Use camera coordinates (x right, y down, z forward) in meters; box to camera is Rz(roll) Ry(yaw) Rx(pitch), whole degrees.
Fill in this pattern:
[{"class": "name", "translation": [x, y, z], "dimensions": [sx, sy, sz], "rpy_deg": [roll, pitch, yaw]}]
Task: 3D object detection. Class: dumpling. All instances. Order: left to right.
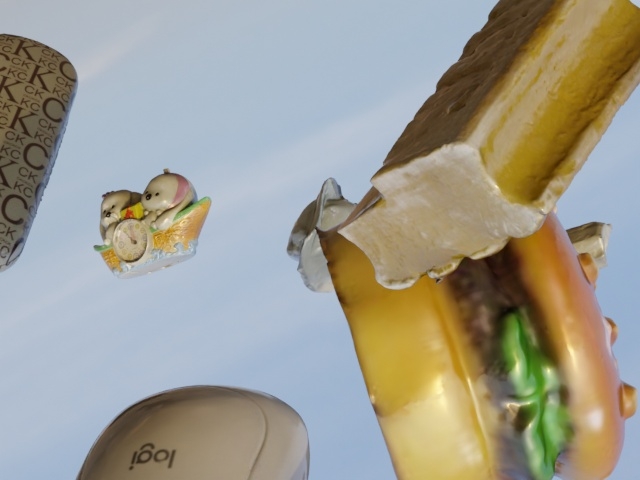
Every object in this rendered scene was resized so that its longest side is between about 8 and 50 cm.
[{"class": "dumpling", "translation": [0.001, -0.001, 2.669], "dimensions": [0.150, 0.092, 0.176], "rpy_deg": [-34, 158, -48]}]

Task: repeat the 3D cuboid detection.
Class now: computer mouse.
[{"class": "computer mouse", "translation": [-0.097, 0.219, 1.237], "dimensions": [0.184, 0.121, 0.297], "rpy_deg": [0, -127, 20]}]

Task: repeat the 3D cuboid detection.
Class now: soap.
[{"class": "soap", "translation": [0.167, -0.104, 1.680], "dimensions": [0.259, 0.143, 0.281], "rpy_deg": [-33, -162, 54]}]

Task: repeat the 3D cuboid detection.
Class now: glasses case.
[{"class": "glasses case", "translation": [-0.366, -0.103, 2.048], "dimensions": [0.085, 0.137, 0.354], "rpy_deg": [116, -12, -45]}]

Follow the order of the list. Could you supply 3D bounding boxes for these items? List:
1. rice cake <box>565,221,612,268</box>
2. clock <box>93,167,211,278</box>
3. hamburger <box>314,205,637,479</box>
[{"class": "rice cake", "translation": [0.233, 0.035, 2.205], "dimensions": [0.256, 0.052, 0.057], "rpy_deg": [-17, -133, 19]}, {"class": "clock", "translation": [-0.264, -0.028, 2.822], "dimensions": [0.231, 0.144, 0.103], "rpy_deg": [-18, 170, 28]}, {"class": "hamburger", "translation": [0.175, 0.104, 1.965], "dimensions": [0.277, 0.395, 0.396], "rpy_deg": [-19, -163, 0]}]
